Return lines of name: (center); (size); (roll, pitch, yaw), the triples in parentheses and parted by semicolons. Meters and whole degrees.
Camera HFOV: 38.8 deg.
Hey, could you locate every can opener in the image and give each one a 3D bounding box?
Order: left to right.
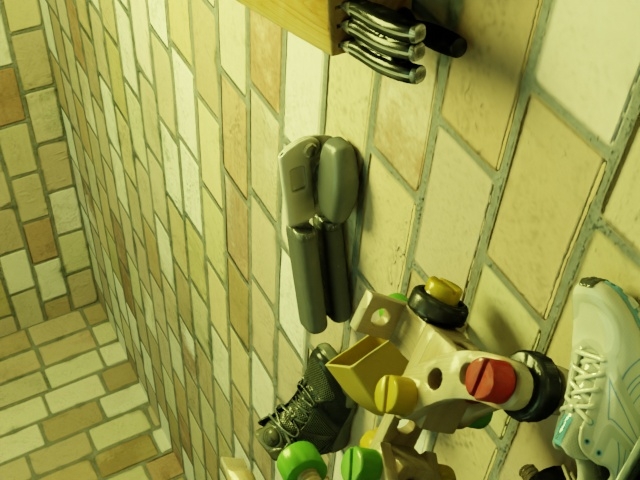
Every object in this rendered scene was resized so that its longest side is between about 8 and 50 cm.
can opener: (0.000, 0.000, 1.094); (0.093, 0.074, 0.280); (45, 148, 45)

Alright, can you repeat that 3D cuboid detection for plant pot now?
plant pot: (0.071, 0.160, 1.065); (0.083, 0.081, 0.081); (61, 159, -6)

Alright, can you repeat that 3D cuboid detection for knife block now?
knife block: (0.024, -0.216, 0.825); (0.242, 0.088, 0.275); (67, 158, 9)

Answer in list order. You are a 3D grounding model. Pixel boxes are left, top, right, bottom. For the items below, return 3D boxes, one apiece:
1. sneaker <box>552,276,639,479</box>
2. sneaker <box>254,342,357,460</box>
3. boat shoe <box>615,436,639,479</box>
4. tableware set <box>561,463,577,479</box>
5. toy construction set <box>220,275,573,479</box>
sneaker: (0.211, 0.123, 0.687); (0.071, 0.083, 0.190); (14, 121, 66)
sneaker: (-0.022, 0.244, 1.292); (0.087, 0.130, 0.227); (52, 151, 34)
boat shoe: (0.262, 0.116, 0.532); (0.116, 0.099, 0.319); (58, 156, 28)
tableware set: (0.229, 0.256, 0.714); (0.104, 0.024, 0.154); (42, -160, -21)
toy construction set: (0.060, 0.166, 0.826); (0.237, 0.309, 0.257); (-129, 36, -51)
